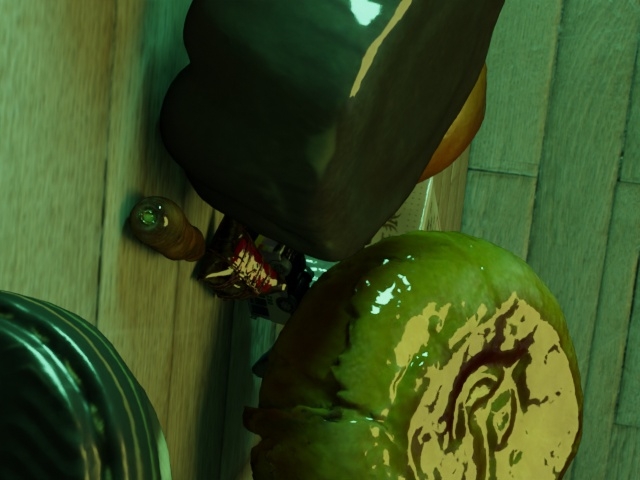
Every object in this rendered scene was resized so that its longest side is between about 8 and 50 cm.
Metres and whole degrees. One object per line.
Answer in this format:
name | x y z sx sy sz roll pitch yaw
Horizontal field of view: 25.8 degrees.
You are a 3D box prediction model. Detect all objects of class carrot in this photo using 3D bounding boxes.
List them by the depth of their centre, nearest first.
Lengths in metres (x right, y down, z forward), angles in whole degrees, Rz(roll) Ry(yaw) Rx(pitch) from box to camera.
carrot | -0.103 -0.002 0.992 0.165 0.035 0.036 58 41 -77

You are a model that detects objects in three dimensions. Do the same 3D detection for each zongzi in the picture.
zongzi | -0.078 0.024 1.134 0.073 0.067 0.083 -53 132 -46

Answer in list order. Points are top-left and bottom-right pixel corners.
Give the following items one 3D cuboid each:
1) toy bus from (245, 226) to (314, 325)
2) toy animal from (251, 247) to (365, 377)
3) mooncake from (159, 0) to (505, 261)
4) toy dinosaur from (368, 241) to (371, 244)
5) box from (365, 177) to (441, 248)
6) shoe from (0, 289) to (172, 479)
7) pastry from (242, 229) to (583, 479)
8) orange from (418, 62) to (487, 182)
toy bus | -0.042 0.027 1.256 0.102 0.058 0.052 82 29 -44
toy animal | 0.033 0.103 1.399 0.160 0.197 0.272 -63 163 -51
mooncake | 0.016 -0.141 1.018 0.306 0.154 0.306 -58 165 -25
toy dinosaur | 0.000 0.000 1.571 0.179 0.087 0.187 53 12 -19
box | 0.108 0.059 1.958 0.330 0.095 0.210 66 34 -68
shoe | -0.128 0.202 0.638 0.237 0.171 0.384 -16 115 -71
pastry | 0.095 0.158 1.278 0.356 0.164 0.356 -3 94 -38
orange | 0.072 -0.183 1.618 0.310 0.274 0.274 -13 114 -45
